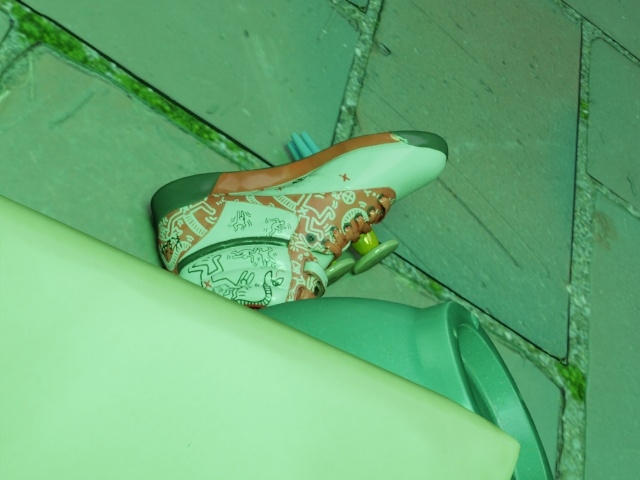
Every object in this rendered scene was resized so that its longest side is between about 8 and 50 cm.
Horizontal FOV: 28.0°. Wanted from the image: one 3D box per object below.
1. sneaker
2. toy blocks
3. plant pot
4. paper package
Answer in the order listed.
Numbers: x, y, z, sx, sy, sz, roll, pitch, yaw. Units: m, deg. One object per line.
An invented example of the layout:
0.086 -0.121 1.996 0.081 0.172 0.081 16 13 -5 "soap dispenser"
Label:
-0.001 0.001 1.106 0.270 0.090 0.145 -13 67 -12 "sneaker"
-0.008 -0.033 1.218 0.123 0.054 0.148 -21 72 -47 "toy blocks"
0.046 0.158 0.912 0.293 0.196 0.293 55 17 -26 "plant pot"
-0.110 0.175 0.663 0.324 0.168 0.310 25 76 -8 "paper package"
